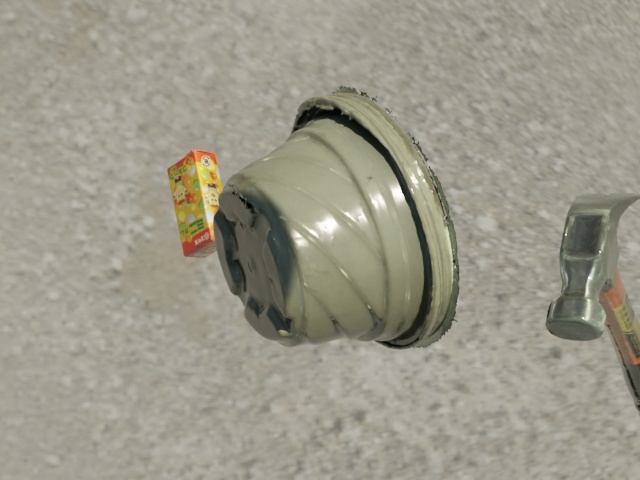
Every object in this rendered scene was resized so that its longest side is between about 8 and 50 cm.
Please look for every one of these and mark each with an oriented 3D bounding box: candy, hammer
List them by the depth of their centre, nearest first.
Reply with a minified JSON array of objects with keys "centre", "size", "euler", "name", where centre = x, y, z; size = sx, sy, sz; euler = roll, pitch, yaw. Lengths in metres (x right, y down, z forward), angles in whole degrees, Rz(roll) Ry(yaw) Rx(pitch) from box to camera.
[{"centre":[0.195,0.072,0.858],"size":[0.033,0.288,0.111],"euler":[0,57,26],"name":"hammer"},{"centre":[-0.150,-0.045,1.709],"size":[0.062,0.038,0.122],"euler":[-29,67,43],"name":"candy"}]

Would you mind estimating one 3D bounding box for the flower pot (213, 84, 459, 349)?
[{"centre":[0.000,0.000,1.138],"size":[0.235,0.140,0.235],"euler":[43,144,43],"name":"flower pot"}]
